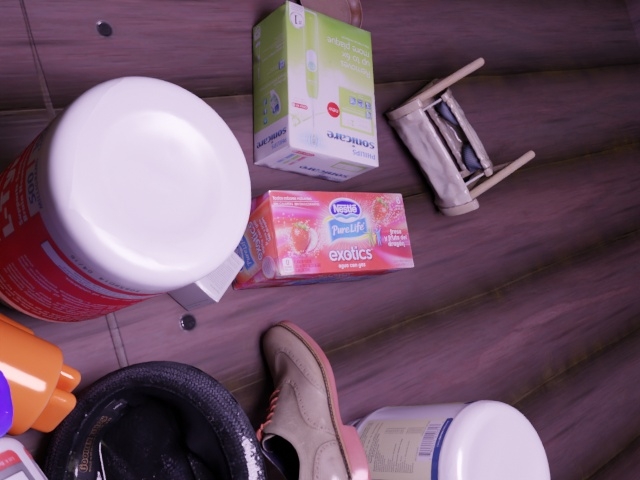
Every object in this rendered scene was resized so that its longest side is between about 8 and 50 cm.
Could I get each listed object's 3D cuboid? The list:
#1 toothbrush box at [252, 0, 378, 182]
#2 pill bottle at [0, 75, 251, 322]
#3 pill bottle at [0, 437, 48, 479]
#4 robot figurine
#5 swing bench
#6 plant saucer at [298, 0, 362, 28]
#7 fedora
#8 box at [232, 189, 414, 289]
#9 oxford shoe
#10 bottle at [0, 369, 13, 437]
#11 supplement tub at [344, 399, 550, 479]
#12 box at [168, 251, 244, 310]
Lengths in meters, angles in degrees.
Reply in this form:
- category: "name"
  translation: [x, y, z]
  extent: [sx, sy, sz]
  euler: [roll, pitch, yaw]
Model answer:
- category: "toothbrush box"
  translation: [-0.011, -0.272, 1.366]
  extent: [0.206, 0.122, 0.283]
  euler: [9, 73, -36]
- category: "pill bottle"
  translation: [-0.282, -0.022, 0.891]
  extent: [0.229, 0.408, 0.229]
  euler: [12, 70, -36]
- category: "pill bottle"
  translation: [-0.330, 0.420, 0.794]
  extent: [0.210, 0.210, 0.363]
  euler: [-32, 77, -40]
- category: "robot figurine"
  translation: [-0.417, 0.165, 0.913]
  extent: [0.219, 0.128, 0.158]
  euler: [33, 64, -27]
- category: "swing bench"
  translation: [0.283, -0.214, 1.562]
  extent: [0.255, 0.165, 0.253]
  euler: [-37, 102, -33]
- category: "plant saucer"
  translation: [0.015, -0.490, 1.507]
  extent: [0.168, 0.029, 0.168]
  euler: [11, 71, -37]
- category: "fedora"
  translation: [-0.207, 0.334, 0.982]
  extent: [0.152, 0.334, 0.334]
  euler: [57, 29, -75]
- category: "box"
  translation: [0.000, 0.000, 1.280]
  extent: [0.300, 0.154, 0.142]
  euler: [-2, 78, -38]
- category: "oxford shoe"
  translation: [-0.041, 0.261, 1.121]
  extent: [0.130, 0.123, 0.348]
  euler: [-6, 40, -22]
- category: "bottle"
  translation: [-0.479, 0.202, 0.771]
  extent: [0.118, 0.283, 0.092]
  euler: [31, 45, -78]
- category: "supplement tub"
  translation: [0.181, 0.389, 1.199]
  extent: [0.235, 0.325, 0.235]
  euler: [12, 70, -36]
- category: "box"
  translation: [-0.197, 0.042, 1.141]
  extent: [0.102, 0.101, 0.087]
  euler: [46, 54, -19]
